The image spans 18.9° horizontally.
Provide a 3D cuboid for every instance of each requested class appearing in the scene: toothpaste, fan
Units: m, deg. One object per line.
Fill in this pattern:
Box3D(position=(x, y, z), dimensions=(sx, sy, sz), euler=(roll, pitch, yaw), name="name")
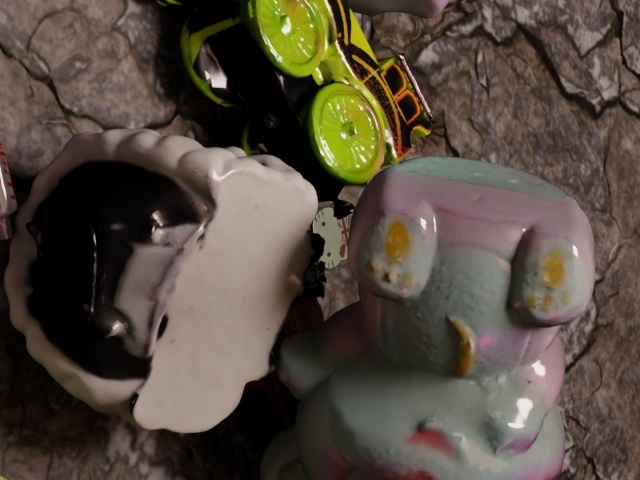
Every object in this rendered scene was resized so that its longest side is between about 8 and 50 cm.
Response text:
Box3D(position=(-0.240, -0.083, 1.337), dimensions=(0.045, 0.028, 0.170), euler=(-26, 107, -59), name="toothpaste")
Box3D(position=(0.000, 0.000, 1.638), dimensions=(0.083, 0.004, 0.056), euler=(-21, 105, -47), name="fan")

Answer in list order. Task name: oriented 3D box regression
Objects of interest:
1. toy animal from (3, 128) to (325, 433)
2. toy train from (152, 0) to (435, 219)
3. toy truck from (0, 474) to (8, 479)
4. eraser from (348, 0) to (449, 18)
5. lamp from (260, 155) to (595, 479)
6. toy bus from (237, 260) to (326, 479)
Box3D(position=(-0.114, 0.016, 1.386), dimensions=(0.204, 0.156, 0.208), euler=(8, 108, -51), name="toy animal")
Box3D(position=(-0.031, -0.165, 1.506), dimensions=(0.160, 0.100, 0.296), euler=(-44, 112, -45), name="toy train")
Box3D(position=(-0.274, 0.181, 1.216), dimensions=(0.187, 0.148, 0.211), euler=(-9, 75, -47), name="toy truck")
Box3D(position=(0.086, -0.388, 1.645), dimensions=(0.359, 0.122, 0.272), euler=(-54, 131, -39), name="eraser")
Box3D(position=(0.091, 0.087, 1.460), dimensions=(0.247, 0.247, 0.301), euler=(-85, -176, -66), name="lamp")
Box3D(position=(-0.034, 0.090, 1.552), dimensions=(0.096, 0.073, 0.235), euler=(-30, 112, -36), name="toy bus")
